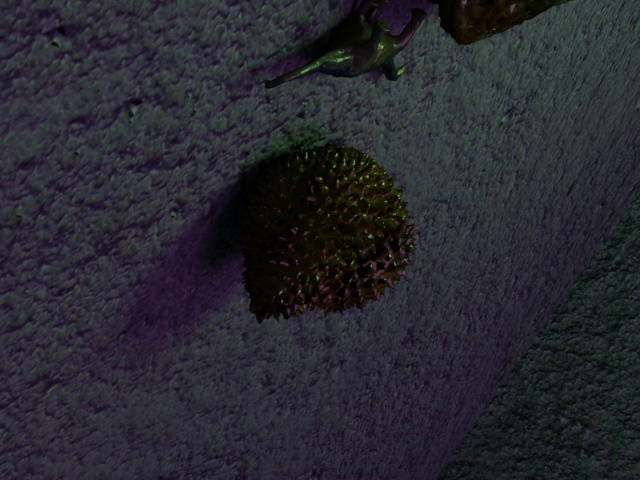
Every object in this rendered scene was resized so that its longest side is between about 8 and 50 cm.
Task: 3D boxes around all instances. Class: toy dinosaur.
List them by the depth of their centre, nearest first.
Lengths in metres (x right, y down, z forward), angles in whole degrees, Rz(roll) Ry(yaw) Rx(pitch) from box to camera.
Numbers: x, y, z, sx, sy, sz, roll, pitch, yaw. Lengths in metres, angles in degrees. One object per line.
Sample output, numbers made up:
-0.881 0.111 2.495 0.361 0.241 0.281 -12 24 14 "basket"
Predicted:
0.060 -0.270 1.633 0.363 0.076 0.147 -21 148 -57 "toy dinosaur"

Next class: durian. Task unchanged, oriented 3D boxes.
0.003 -0.007 1.717 0.293 0.258 0.258 -24 146 -29 "durian"

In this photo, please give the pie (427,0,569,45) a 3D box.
0.346 -0.440 1.639 0.418 0.180 0.395 -21 159 -16 "pie"
